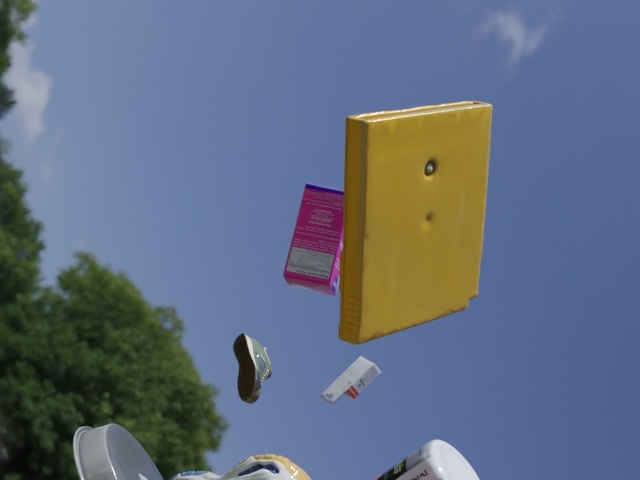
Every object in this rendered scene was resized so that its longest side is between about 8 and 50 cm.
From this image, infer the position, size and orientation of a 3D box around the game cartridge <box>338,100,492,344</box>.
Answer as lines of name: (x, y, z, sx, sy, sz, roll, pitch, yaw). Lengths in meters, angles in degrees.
game cartridge: (0.138, -0.033, 1.655, 0.053, 0.285, 0.323, 18, -68, 42)

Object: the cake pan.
cake pan: (-0.320, 0.436, 1.938, 0.293, 0.054, 0.293, 60, 2, -4)

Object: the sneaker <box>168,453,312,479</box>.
sneaker: (-0.138, 0.362, 1.421, 0.112, 0.131, 0.296, 40, -44, -18)

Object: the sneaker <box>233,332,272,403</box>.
sneaker: (-0.142, 0.297, 2.570, 0.064, 0.086, 0.192, -43, -143, 25)

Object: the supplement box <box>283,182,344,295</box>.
supplement box: (0.000, 0.000, 2.521, 0.111, 0.114, 0.220, 62, 42, -74)

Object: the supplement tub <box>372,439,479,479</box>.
supplement tub: (0.171, 0.570, 2.348, 0.193, 0.316, 0.193, 45, 19, -20)

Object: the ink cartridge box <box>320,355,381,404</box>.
ink cartridge box: (0.059, 0.279, 2.207, 0.029, 0.115, 0.063, 51, -13, -22)
